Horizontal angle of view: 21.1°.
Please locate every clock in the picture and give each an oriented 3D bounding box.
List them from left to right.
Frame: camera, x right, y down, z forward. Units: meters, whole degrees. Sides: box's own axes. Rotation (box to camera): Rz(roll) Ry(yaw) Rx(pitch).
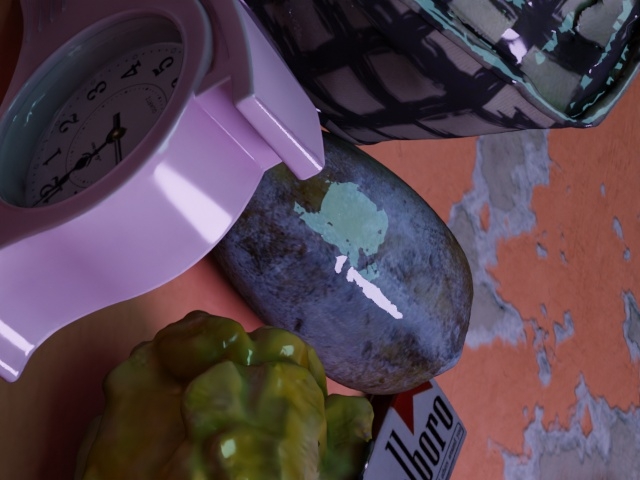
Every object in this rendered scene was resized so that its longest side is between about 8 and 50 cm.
[{"bbox_3d":[-0.155,-0.073,1.105,0.080,0.275,0.290,46,12,-38],"label":"clock"}]

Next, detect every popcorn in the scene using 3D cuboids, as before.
[{"bbox_3d":[-0.069,0.195,1.140,0.252,0.215,0.286,86,17,-62],"label":"popcorn"}]

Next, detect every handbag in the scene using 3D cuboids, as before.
[{"bbox_3d":[0.017,-0.199,1.171,0.327,0.325,0.162,36,77,-20],"label":"handbag"}]

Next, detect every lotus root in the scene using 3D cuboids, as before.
[{"bbox_3d":[0.000,0.000,1.315,0.158,0.140,0.322,-46,125,2],"label":"lotus root"}]

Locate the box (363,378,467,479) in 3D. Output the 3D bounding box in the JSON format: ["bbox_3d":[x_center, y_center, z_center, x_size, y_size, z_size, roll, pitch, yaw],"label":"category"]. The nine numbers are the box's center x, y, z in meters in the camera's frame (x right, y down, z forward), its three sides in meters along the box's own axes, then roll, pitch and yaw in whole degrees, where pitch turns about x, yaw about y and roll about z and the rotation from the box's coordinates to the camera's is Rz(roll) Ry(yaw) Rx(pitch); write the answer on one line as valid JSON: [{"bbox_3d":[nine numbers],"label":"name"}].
[{"bbox_3d":[0.065,0.199,1.477,0.115,0.036,0.177,56,43,-33],"label":"box"}]
